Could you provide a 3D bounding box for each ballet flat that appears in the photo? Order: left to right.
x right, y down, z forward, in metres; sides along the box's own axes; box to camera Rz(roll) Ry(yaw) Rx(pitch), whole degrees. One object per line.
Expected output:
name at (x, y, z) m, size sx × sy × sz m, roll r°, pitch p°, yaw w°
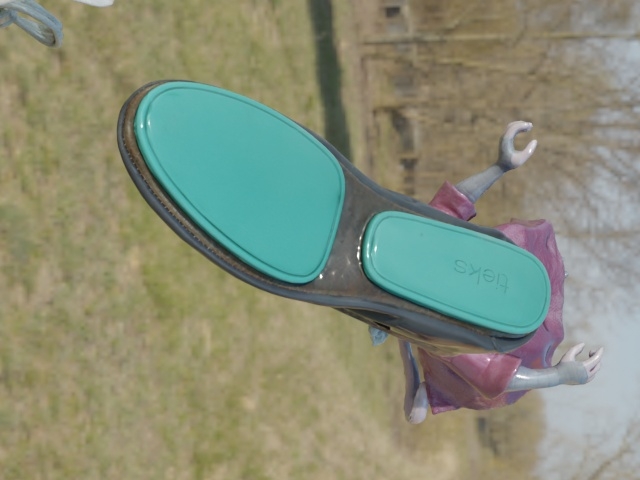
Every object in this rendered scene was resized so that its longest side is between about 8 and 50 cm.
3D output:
ballet flat at (0.000, 0.000, 0.503) m, size 0.074 × 0.203 × 0.074 m, roll -48°, pitch -152°, yaw 37°

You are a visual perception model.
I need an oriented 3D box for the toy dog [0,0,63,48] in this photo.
toy dog at (-0.424, -0.219, 1.181) m, size 0.333 × 0.220 × 0.161 m, roll 43°, pitch 64°, yaw -62°

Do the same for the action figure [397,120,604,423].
action figure at (0.132, 0.046, 1.222) m, size 0.370 × 0.275 × 0.248 m, roll 20°, pitch 57°, yaw -62°

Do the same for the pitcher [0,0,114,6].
pitcher at (-0.240, -0.258, 0.843) m, size 0.125 × 0.177 × 0.207 m, roll 23°, pitch -55°, yaw 49°
